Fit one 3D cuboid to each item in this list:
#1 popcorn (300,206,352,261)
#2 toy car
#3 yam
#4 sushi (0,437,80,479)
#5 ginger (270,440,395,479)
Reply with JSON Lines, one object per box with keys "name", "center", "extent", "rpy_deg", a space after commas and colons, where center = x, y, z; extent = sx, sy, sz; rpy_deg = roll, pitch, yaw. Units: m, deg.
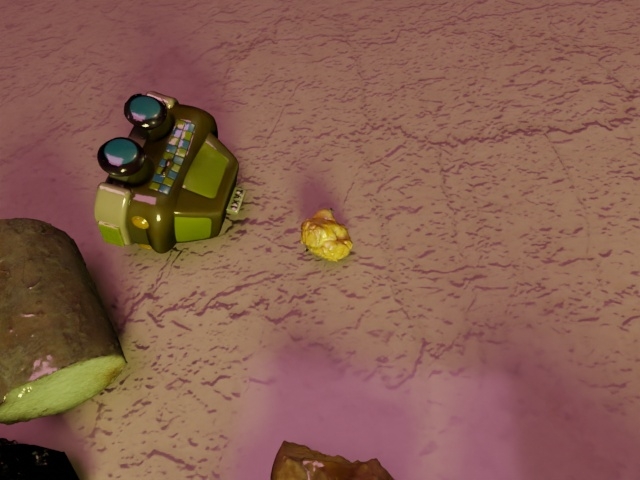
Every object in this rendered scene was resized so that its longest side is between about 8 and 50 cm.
{"name": "popcorn", "center": [0.000, 0.000, 0.662], "extent": [0.084, 0.084, 0.084], "rpy_deg": [-4, 59, 7]}
{"name": "toy car", "center": [-0.218, -0.095, 0.705], "extent": [0.198, 0.204, 0.247], "rpy_deg": [16, 62, -9]}
{"name": "yam", "center": [-0.383, 0.105, 0.604], "extent": [0.161, 0.161, 0.268], "rpy_deg": [-35, 59, -12]}
{"name": "sushi", "center": [-0.437, 0.322, 0.473], "extent": [0.212, 0.215, 0.227], "rpy_deg": [38, 91, 31]}
{"name": "ginger", "center": [0.007, 0.347, 0.422], "extent": [0.219, 0.123, 0.269], "rpy_deg": [10, 71, 18]}
